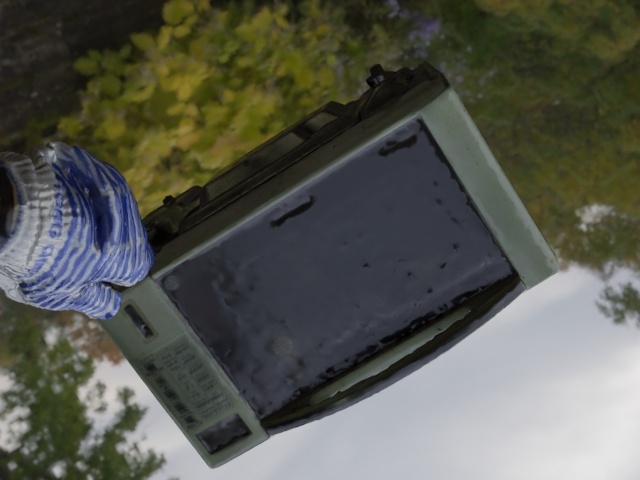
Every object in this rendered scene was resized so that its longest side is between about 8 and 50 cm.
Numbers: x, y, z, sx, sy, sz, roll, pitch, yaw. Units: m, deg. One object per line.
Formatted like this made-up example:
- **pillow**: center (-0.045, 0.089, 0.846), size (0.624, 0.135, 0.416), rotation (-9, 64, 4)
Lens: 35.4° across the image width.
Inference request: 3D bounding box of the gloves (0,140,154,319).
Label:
- **gloves**: center (-0.173, -0.004, 0.685), size (0.097, 0.119, 0.229), rotation (11, 179, 9)

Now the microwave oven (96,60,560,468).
- **microwave oven**: center (0.000, 0.000, 1.045), size (0.394, 0.247, 0.333), rotation (-31, -170, 9)
